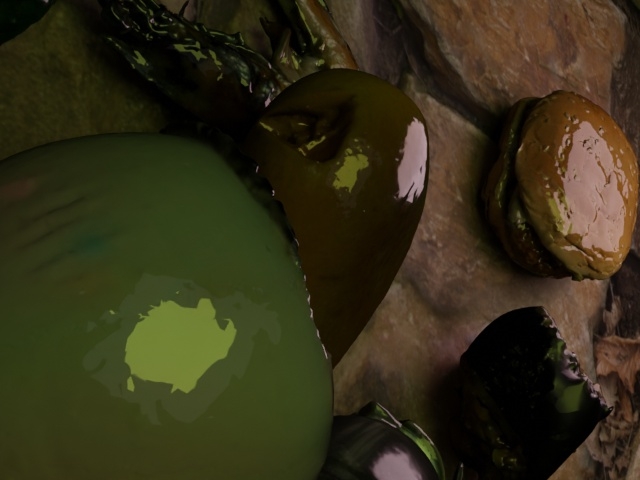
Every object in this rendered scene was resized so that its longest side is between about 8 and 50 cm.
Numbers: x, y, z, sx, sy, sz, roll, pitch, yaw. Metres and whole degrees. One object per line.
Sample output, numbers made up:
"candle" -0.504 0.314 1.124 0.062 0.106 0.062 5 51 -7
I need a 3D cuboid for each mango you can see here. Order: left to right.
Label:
"mango" 0.000 0.000 1.066 0.253 0.182 0.364 2 103 -66

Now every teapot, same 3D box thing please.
"teapot" 0.048 0.322 1.048 0.239 0.240 0.321 -34 98 -55

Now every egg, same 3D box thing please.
"egg" -0.215 0.105 0.788 0.340 0.355 0.354 -17 92 -31

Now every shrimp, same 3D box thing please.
"shrimp" -0.097 -0.238 1.149 0.445 0.085 0.272 23 62 -40

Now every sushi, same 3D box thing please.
"sushi" 0.255 0.215 1.288 0.213 0.204 0.200 63 10 31

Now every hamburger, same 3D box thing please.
"hamburger" 0.365 -0.076 1.490 0.260 0.145 0.283 33 65 -36

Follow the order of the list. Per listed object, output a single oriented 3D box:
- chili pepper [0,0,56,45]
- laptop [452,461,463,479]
"chili pepper" -0.307 -0.199 0.912 0.257 0.074 0.100 -47 138 -9
"laptop" 0.123 0.404 1.154 0.187 0.015 0.269 86 21 -59
